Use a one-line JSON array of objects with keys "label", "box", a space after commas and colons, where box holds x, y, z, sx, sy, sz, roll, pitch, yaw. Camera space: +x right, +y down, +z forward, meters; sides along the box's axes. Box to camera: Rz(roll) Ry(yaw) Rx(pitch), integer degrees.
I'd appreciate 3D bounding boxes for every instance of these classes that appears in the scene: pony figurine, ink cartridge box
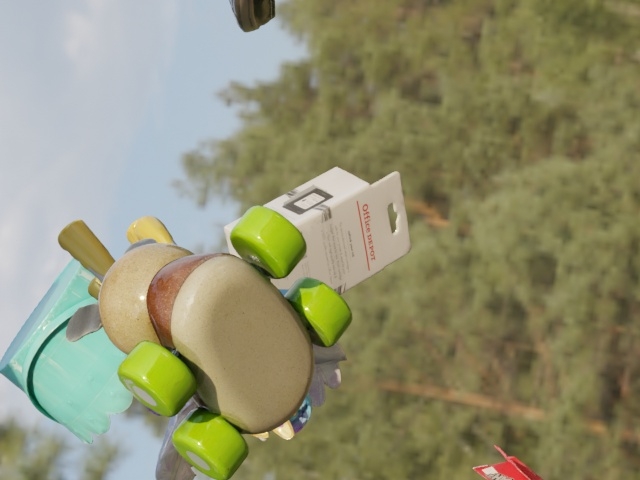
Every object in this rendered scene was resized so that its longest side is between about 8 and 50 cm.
[{"label": "pony figurine", "box": [-0.145, 0.141, 1.888, 0.303, 0.363, 0.351, -40, -17, -12]}, {"label": "ink cartridge box", "box": [0.000, 0.000, 1.541, 0.180, 0.060, 0.104, -29, -54, -27]}]

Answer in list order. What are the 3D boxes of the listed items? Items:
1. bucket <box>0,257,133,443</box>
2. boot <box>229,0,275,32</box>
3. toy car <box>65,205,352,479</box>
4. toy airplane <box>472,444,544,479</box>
[{"label": "bucket", "box": [-0.360, 0.157, 2.403, 0.281, 0.183, 0.281, -51, 13, 16]}, {"label": "boot", "box": [0.011, -0.401, 1.872, 0.377, 0.284, 0.138, 90, 164, -63]}, {"label": "toy car", "box": [-0.104, 0.058, 1.117, 0.155, 0.188, 0.149, -51, -49, -22]}, {"label": "toy airplane", "box": [0.186, 0.210, 1.232, 0.028, 0.151, 0.151, -54, -9, 2]}]
